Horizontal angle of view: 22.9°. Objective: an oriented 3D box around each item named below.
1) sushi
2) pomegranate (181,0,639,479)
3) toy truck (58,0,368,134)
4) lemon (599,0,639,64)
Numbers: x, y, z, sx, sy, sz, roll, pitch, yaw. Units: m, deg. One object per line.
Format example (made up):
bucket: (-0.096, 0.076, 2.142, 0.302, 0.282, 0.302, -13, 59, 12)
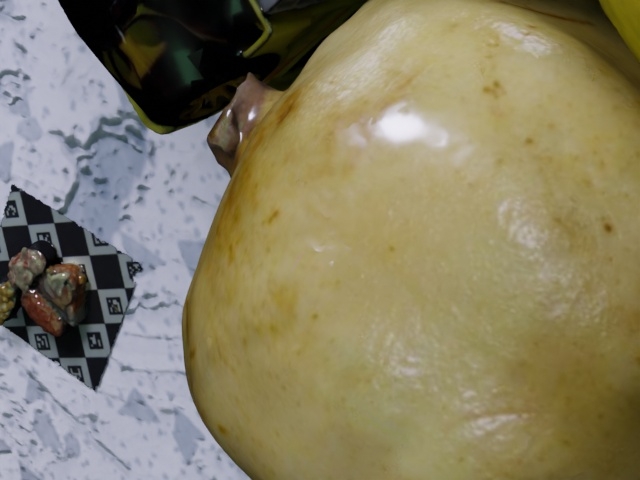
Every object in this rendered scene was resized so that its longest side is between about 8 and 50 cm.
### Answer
sushi: (-0.203, 0.039, 1.167, 0.126, 0.026, 0.120, 32, 119, 18)
pomegranate: (0.077, 0.031, 0.792, 0.332, 0.332, 0.333, 10, 111, 28)
toy truck: (0.030, -0.223, 0.810, 0.405, 0.254, 0.181, -37, 76, 47)
lemon: (0.311, -0.133, 0.625, 0.364, 0.364, 0.364, 10, 111, 28)
